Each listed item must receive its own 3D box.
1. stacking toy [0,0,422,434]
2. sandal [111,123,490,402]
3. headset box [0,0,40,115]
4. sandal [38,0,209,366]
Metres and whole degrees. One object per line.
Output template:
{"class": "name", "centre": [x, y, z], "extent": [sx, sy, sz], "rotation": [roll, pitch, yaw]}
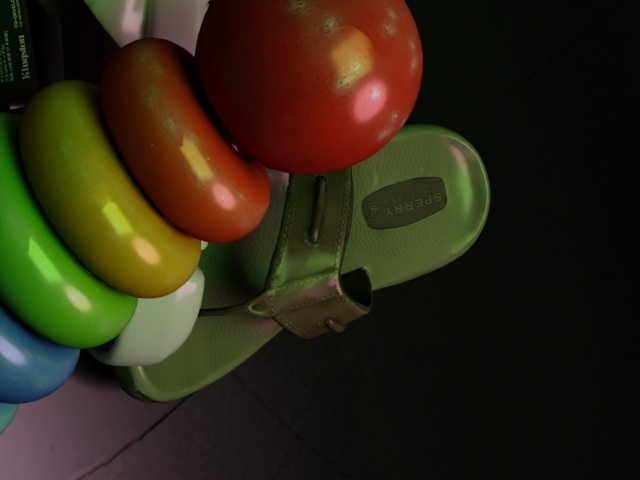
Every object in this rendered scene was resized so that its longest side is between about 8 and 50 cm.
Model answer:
{"class": "stacking toy", "centre": [-0.103, -0.004, 0.676], "extent": [0.141, 0.330, 0.141], "rotation": [56, 13, -20]}
{"class": "sandal", "centre": [0.001, -0.002, 0.945], "extent": [0.303, 0.086, 0.120], "rotation": [-25, 111, -37]}
{"class": "headset box", "centre": [-0.270, -0.131, 0.643], "extent": [0.293, 0.110, 0.218], "rotation": [-19, 107, -43]}
{"class": "sandal", "centre": [-0.117, -0.144, 0.762], "extent": [0.102, 0.169, 0.416], "rotation": [-6, 93, -25]}
